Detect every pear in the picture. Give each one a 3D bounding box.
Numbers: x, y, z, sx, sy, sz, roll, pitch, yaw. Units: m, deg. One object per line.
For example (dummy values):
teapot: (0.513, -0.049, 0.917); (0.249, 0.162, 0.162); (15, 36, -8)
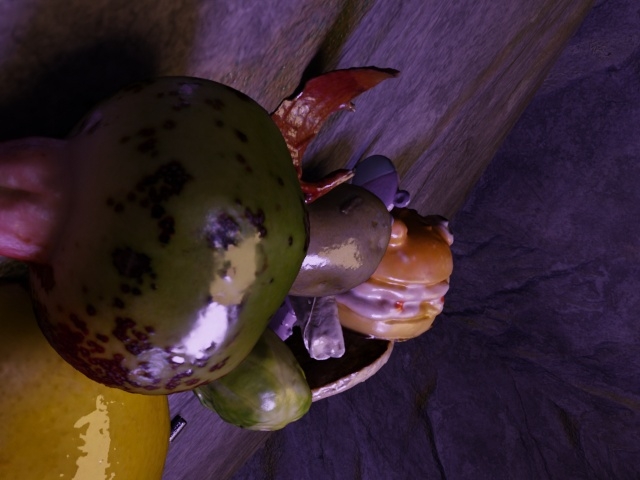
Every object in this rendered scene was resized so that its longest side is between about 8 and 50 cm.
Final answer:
pear: (-0.256, 0.225, 0.568); (0.386, 0.191, 0.340); (-56, 166, 23)

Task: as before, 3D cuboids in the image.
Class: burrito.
burrito: (-0.014, 0.088, 1.049); (0.087, 0.226, 0.060); (-23, 154, 14)

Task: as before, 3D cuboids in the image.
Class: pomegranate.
pomegranate: (-0.131, -0.009, 0.414); (0.248, 0.214, 0.214); (13, 121, -39)

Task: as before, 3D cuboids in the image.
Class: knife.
knife: (0.011, 0.026, 1.110); (0.038, 0.132, 0.398); (16, 122, -45)

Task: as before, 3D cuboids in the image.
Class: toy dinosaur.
toy dinosaur: (-0.040, -0.043, 0.710); (0.327, 0.113, 0.206); (-43, 148, -4)

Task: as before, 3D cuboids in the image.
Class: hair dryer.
hair dryer: (-0.284, 0.350, 1.190); (0.047, 0.026, 0.083); (-51, 160, -7)

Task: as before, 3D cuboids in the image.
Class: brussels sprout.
brussels sprout: (-0.107, 0.214, 1.007); (0.161, 0.223, 0.223); (-60, 170, -18)

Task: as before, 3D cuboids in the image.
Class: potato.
potato: (0.000, 0.000, 0.910); (0.235, 0.160, 0.178); (0, 112, -48)

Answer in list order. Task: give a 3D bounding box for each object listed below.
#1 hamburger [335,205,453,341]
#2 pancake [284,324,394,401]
hamburger: (0.123, 0.035, 1.214); (0.276, 0.276, 0.236); (-28, 134, -59)
pancake: (-0.018, 0.223, 1.251); (0.356, 0.065, 0.356); (-19, -163, 6)
